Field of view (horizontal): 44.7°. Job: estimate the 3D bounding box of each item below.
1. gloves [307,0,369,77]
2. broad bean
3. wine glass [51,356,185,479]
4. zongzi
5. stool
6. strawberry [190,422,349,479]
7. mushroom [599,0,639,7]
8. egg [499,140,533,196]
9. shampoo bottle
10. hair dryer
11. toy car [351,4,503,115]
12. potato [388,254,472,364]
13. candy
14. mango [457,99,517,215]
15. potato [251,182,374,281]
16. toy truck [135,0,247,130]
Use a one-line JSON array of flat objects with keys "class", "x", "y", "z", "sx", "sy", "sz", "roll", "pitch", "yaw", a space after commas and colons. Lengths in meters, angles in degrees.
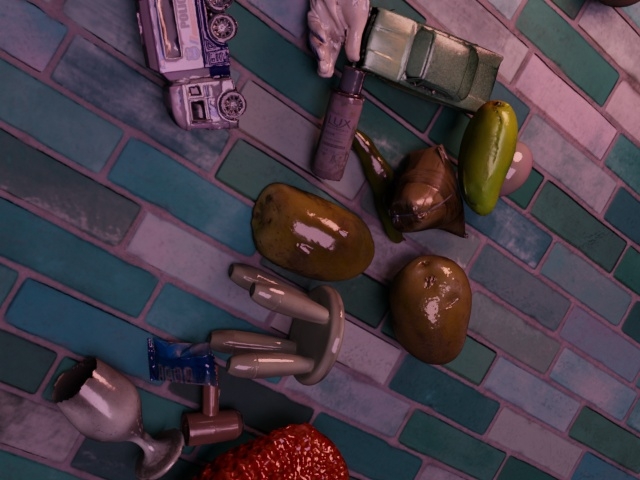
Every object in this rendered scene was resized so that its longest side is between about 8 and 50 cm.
[{"class": "gloves", "x": 0.033, "y": -0.411, "z": 1.424, "sx": 0.119, "sy": 0.097, "sz": 0.229, "roll": 15, "pitch": 101, "yaw": -6}, {"class": "broad bean", "x": 0.120, "y": -0.121, "z": 1.569, "sx": 0.060, "sy": 0.043, "sz": 0.297, "roll": -28, "pitch": 112, "yaw": -9}, {"class": "wine glass", "x": -0.362, "y": 0.321, "z": 1.402, "sx": 0.126, "sy": 0.126, "sz": 0.241, "roll": -43, "pitch": 119, "yaw": -10}, {"class": "zongzi", "x": 0.223, "y": -0.040, "z": 1.561, "sx": 0.242, "sy": 0.112, "sz": 0.221, "roll": 64, "pitch": 37, "yaw": -28}, {"class": "stool", "x": -0.080, "y": 0.159, "z": 1.457, "sx": 0.199, "sy": 0.195, "sz": 0.195, "roll": 17, "pitch": 95, "yaw": -27}, {"class": "strawberry", "x": -0.089, "y": 0.523, "z": 1.512, "sx": 0.351, "sy": 0.267, "sz": 0.312, "roll": -39, "pitch": 87, "yaw": -30}, {"class": "mushroom", "x": 0.659, "y": -0.571, "z": 1.677, "sx": 0.188, "sy": 0.141, "sz": 0.117, "roll": -31, "pitch": 148, "yaw": -11}, {"class": "egg", "x": 0.392, "y": -0.154, "z": 1.655, "sx": 0.135, "sy": 0.103, "sz": 0.103, "roll": -47, "pitch": 117, "yaw": -10}, {"class": "shampoo bottle", "x": 0.037, "y": -0.220, "z": 1.464, "sx": 0.072, "sy": 0.072, "sz": 0.214, "roll": 4, "pitch": 114, "yaw": -26}, {"class": "hair dryer", "x": -0.208, "y": 0.304, "z": 1.510, "sx": 0.117, "sy": 0.064, "sz": 0.181, "roll": -2, "pitch": 98, "yaw": -26}, {"class": "toy car", "x": 0.219, "y": -0.352, "z": 1.527, "sx": 0.321, "sy": 0.097, "sz": 0.141, "roll": 14, "pitch": 96, "yaw": -28}, {"class": "potato", "x": 0.234, "y": 0.154, "z": 1.630, "sx": 0.174, "sy": 0.159, "sz": 0.251, "roll": -10, "pitch": 117, "yaw": 1}, {"class": "candy", "x": -0.257, "y": 0.227, "z": 1.449, "sx": 0.136, "sy": 0.038, "sz": 0.088, "roll": 2, "pitch": 101, "yaw": 14}, {"class": "mango", "x": 0.332, "y": -0.165, "z": 1.561, "sx": 0.125, "sy": 0.111, "sz": 0.233, "roll": -24, "pitch": 123, "yaw": -60}, {"class": "potato", "x": 0.000, "y": 0.000, "z": 1.505, "sx": 0.272, "sy": 0.111, "sz": 0.160, "roll": 25, "pitch": 89, "yaw": -29}, {"class": "toy truck", "x": -0.221, "y": -0.316, "z": 1.314, "sx": 0.155, "sy": 0.124, "sz": 0.268, "roll": -10, "pitch": 105, "yaw": -16}]
